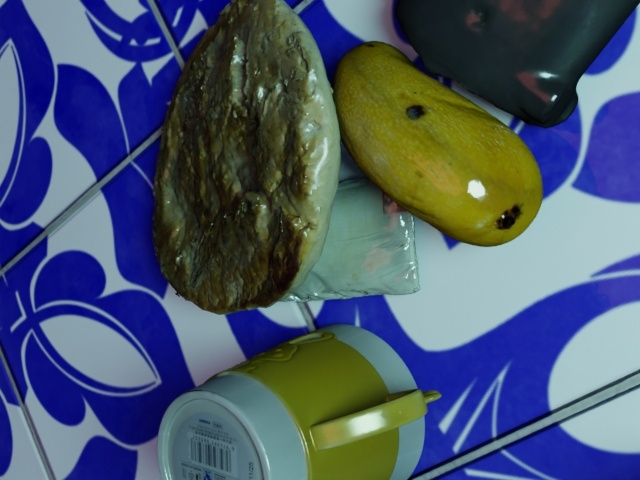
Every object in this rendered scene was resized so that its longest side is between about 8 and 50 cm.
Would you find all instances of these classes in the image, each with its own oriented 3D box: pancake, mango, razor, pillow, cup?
[{"bbox_3d":[-0.086,-0.086,0.884,0.356,0.065,0.356,1,91,58],"label":"pancake"},{"bbox_3d":[0.093,-0.089,0.787,0.262,0.157,0.109,49,124,38],"label":"mango"},{"bbox_3d":[0.208,-0.276,0.721,0.204,0.113,0.349,40,113,21],"label":"razor"},{"bbox_3d":[0.000,0.000,0.908,0.229,0.051,0.128,-7,92,33],"label":"pillow"},{"bbox_3d":[-0.009,0.181,0.821,0.241,0.226,0.185,-25,80,39],"label":"cup"}]
